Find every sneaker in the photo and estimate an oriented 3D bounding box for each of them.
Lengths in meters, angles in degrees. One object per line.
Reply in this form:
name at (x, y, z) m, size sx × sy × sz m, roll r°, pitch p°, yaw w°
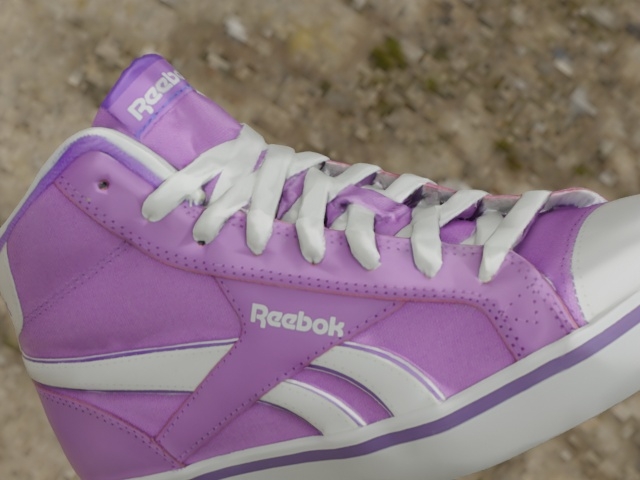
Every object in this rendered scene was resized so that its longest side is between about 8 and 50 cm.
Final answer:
sneaker at (-0.001, 0.000, 0.609) m, size 0.161 × 0.282 × 0.102 m, roll 65°, pitch 29°, yaw -10°
